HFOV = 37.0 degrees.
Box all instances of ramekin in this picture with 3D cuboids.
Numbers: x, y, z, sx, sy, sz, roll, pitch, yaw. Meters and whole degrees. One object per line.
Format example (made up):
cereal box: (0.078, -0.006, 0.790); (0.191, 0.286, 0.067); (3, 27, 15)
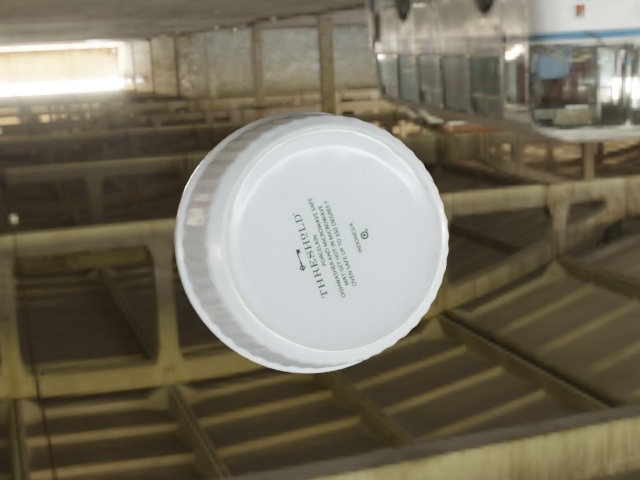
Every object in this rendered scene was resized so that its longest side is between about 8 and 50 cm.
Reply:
ramekin: (0.000, 0.000, 0.931); (0.272, 0.273, 0.127); (-6, 180, -14)
